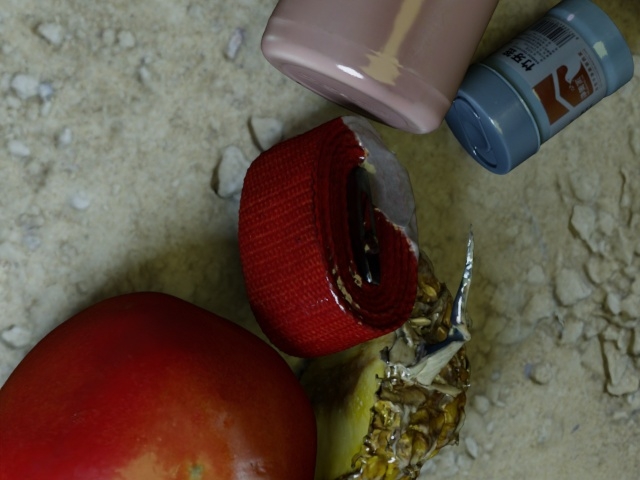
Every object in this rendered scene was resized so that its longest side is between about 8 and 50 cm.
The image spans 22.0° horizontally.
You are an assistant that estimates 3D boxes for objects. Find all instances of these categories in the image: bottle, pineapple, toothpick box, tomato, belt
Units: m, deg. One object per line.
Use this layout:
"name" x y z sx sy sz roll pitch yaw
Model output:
"bottle" 0.090 -0.251 1.422 0.206 0.173 0.297 29 84 -56
"pineapple" 0.073 0.153 1.476 0.161 0.158 0.334 28 86 -25
"toothpick box" 0.198 -0.143 1.511 0.153 0.101 0.101 -37 111 -13
"tomato" -0.139 0.183 1.345 0.298 0.226 0.299 1 85 -18
"belt" 0.000 0.000 1.414 0.128 0.124 0.201 18 60 -41
